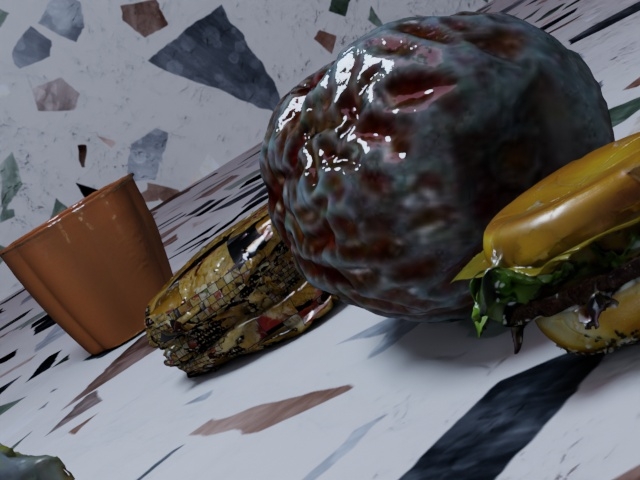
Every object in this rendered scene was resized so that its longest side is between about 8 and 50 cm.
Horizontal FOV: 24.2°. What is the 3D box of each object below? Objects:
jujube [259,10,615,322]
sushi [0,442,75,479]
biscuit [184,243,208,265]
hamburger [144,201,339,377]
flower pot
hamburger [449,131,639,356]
[{"bbox_3d":[0.070,-0.050,1.041,0.226,0.226,0.317,-33,10,-13],"label":"jujube"},{"bbox_3d":[-0.247,0.217,0.834,0.274,0.139,0.184,-34,6,-6],"label":"sushi"},{"bbox_3d":[-0.074,0.023,1.672,0.170,0.050,0.170,-26,17,8],"label":"biscuit"},{"bbox_3d":[-0.060,0.034,1.380,0.231,0.107,0.231,-36,11,8],"label":"hamburger"},{"bbox_3d":[-0.271,0.037,1.833,0.190,0.173,0.190,-29,9,5],"label":"flower pot"},{"bbox_3d":[0.163,0.003,0.821,0.189,0.093,0.164,-31,6,-9],"label":"hamburger"}]
